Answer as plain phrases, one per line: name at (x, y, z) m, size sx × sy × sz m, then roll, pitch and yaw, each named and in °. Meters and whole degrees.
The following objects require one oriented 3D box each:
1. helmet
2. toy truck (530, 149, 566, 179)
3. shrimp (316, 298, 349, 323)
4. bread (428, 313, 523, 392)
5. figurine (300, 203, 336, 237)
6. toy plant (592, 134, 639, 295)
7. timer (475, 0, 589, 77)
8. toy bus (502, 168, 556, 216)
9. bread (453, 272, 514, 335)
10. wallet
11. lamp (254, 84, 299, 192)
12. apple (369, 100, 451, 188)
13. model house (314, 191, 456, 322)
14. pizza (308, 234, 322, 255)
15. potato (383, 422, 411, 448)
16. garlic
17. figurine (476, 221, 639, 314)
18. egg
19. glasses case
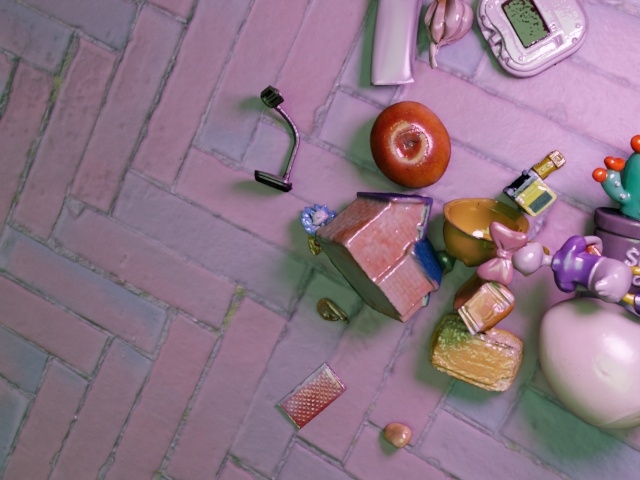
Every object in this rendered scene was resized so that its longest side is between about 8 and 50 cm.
helmet at (0.407, -0.005, 1.600) m, size 0.205 × 0.257 × 0.140 m, roll 39°, pitch 126°, yaw 34°
toy truck at (0.597, -0.198, 1.612) m, size 0.083 × 0.054 × 0.049 m, roll -38°, pitch 83°, yaw 12°
shrimp at (0.033, 0.214, 1.794) m, size 0.108 × 0.023 × 0.059 m, roll 42°, pitch 111°, yaw 9°
bread at (0.414, 0.304, 1.650) m, size 0.245 × 0.121 × 0.174 m, roll 18°, pitch 106°, yaw 9°
figurine at (-0.010, -0.063, 1.762) m, size 0.114 × 0.079 × 0.114 m, roll 2°, pitch 64°, yaw -4°
toy plant at (0.782, -0.068, 1.499) m, size 0.279 × 0.185 × 0.400 m, roll 13°, pitch 104°, yaw 17°
timer at (0.543, -0.566, 1.592) m, size 0.237 × 0.087 × 0.262 m, roll -29°, pitch 85°, yaw 14°
toy bus at (0.529, -0.119, 1.576) m, size 0.088 × 0.175 × 0.101 m, roll -44°, pitch 89°, yaw 12°
bread at (0.416, 0.151, 1.578) m, size 0.136 × 0.241 × 0.107 m, roll -44°, pitch 86°, yaw 13°
wallet at (-0.024, 0.458, 1.821) m, size 0.196 × 0.020 × 0.103 m, roll -44°, pitch 81°, yaw 12°
lamp at (-0.116, -0.283, 1.724) m, size 0.124 × 0.203 × 0.283 m, roll 4°, pitch 90°, yaw -5°
apple at (0.238, -0.253, 1.641) m, size 0.235 × 0.173 × 0.210 m, roll 42°, pitch 102°, yaw 8°
model house at (0.200, 0.013, 1.655) m, size 0.280 × 0.245 × 0.312 m, roll -43°, pitch 110°, yaw -14°
pizza at (-0.001, 0.000, 1.789) m, size 0.078 × 0.025 × 0.083 m, roll -10°, pitch 89°, yaw 17°
potato at (0.216, 0.548, 1.743) m, size 0.083 × 0.068 × 0.062 m, roll 19°, pitch 137°, yaw 27°
garlic at (0.328, -0.548, 1.623) m, size 0.127 × 0.131 × 0.194 m, roll 16°, pitch 88°, yaw 16°
figurine at (0.584, 0.072, 1.413) m, size 0.421 × 0.193 × 0.154 m, roll 18°, pitch 111°, yaw 21°
egg at (0.685, 0.293, 1.502) m, size 0.283 × 0.283 × 0.345 m, roll -43°, pitch 71°, yaw 12°
glasses case at (0.209, -0.567, 1.681) m, size 0.128 × 0.083 × 0.308 m, roll 7°, pitch 94°, yaw 8°
